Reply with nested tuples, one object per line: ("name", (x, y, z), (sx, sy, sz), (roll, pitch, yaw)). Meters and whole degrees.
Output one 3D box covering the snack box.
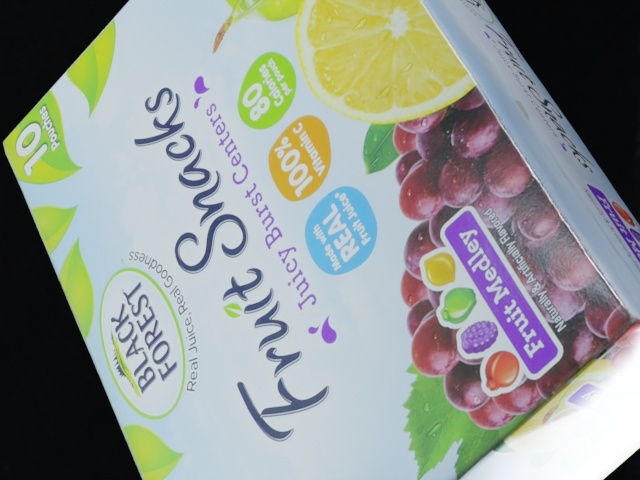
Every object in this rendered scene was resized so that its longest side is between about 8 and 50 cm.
("snack box", (0.000, 0.000, 0.370), (0.037, 0.141, 0.100), (21, -59, -45))
